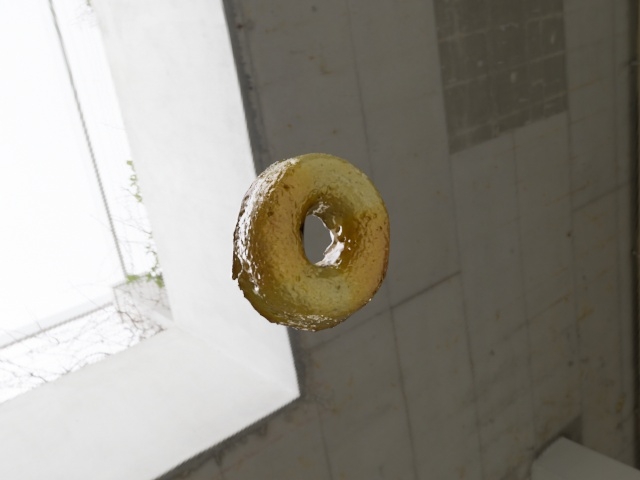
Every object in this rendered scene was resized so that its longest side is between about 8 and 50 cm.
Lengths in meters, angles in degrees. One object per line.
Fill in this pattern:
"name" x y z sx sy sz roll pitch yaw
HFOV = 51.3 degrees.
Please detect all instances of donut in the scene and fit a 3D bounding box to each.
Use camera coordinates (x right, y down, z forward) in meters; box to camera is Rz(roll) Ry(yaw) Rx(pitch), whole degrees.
"donut" -0.001 -0.001 0.692 0.174 0.074 0.190 24 -105 -19
